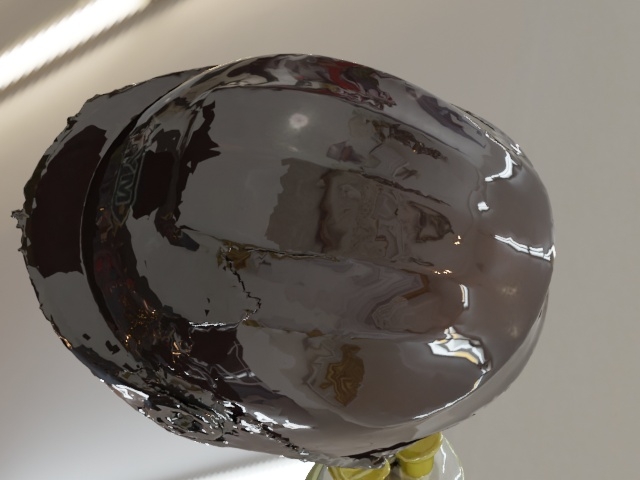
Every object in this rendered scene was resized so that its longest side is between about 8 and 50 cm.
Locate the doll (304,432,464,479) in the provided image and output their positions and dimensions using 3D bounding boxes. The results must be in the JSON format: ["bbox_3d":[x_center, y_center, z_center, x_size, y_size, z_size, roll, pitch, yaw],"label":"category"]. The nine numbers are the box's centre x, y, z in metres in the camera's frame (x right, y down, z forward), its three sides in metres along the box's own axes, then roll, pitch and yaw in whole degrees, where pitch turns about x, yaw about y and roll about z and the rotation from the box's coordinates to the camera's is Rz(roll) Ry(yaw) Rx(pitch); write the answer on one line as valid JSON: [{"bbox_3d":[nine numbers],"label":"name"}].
[{"bbox_3d":[0.038,0.222,1.232,0.141,0.117,0.296,-32,169,-20],"label":"doll"}]

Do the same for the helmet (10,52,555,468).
[{"bbox_3d":[0.000,0.000,0.817,0.177,0.305,0.225,-28,-132,58],"label":"helmet"}]
